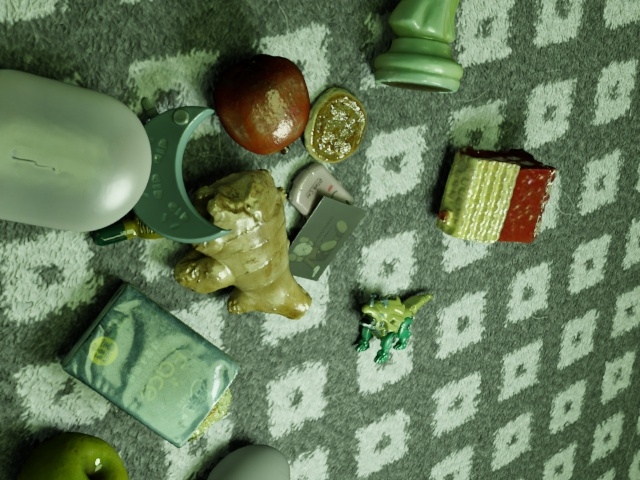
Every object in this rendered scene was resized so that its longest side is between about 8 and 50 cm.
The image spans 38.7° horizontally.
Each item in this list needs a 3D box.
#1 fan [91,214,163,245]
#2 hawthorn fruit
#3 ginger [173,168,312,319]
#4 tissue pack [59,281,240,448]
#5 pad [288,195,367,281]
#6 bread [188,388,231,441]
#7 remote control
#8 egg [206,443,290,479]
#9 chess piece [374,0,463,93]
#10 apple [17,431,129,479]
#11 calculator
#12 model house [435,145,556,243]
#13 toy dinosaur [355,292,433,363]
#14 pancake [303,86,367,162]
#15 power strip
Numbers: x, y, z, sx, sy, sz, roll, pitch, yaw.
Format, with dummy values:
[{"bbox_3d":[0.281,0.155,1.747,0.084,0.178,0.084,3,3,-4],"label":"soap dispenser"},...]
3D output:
[{"bbox_3d":[-0.311,-0.025,1.544,0.155,0.082,0.039,-18,118,-20],"label":"fan"},{"bbox_3d":[-0.094,-0.222,1.558,0.169,0.169,0.188,-36,119,-21],"label":"hawthorn fruit"},{"bbox_3d":[-0.134,0.045,1.667,0.236,0.166,0.375,-44,128,-36],"label":"ginger"},{"bbox_3d":[-0.297,0.218,1.607,0.257,0.081,0.185,39,81,-18],"label":"tissue pack"},{"bbox_3d":[0.000,0.000,1.833,0.127,0.004,0.190,16,116,-43],"label":"pad"},{"bbox_3d":[-0.238,0.305,1.733,0.140,0.128,0.069,-36,135,-15],"label":"bread"},{"bbox_3d":[-0.411,-0.130,1.363,0.332,0.103,0.221,11,97,-35],"label":"remote control"},{"bbox_3d":[-0.154,0.507,1.895,0.199,0.146,0.146,-25,126,-21],"label":"egg"},{"bbox_3d":[0.202,-0.436,1.736,0.176,0.176,0.298,5,95,-42],"label":"chess piece"},{"bbox_3d":[-0.434,0.434,1.596,0.157,0.196,0.196,-36,139,20],"label":"apple"},{"bbox_3d":[0.002,-0.081,1.809,0.100,0.032,0.175,-52,135,-6],"label":"calculator"},{"bbox_3d":[0.373,-0.103,2.028,0.254,0.160,0.195,-3,114,-38],"label":"model house"},{"bbox_3d":[0.169,0.178,2.053,0.259,0.094,0.153,-11,122,-46],"label":"toy dinosaur"},{"bbox_3d":[0.030,-0.220,1.765,0.158,0.028,0.158,-21,124,-35],"label":"pancake"},{"bbox_3d":[-0.241,-0.116,1.494,0.168,0.054,0.253,-11,88,-1],"label":"power strip"}]
